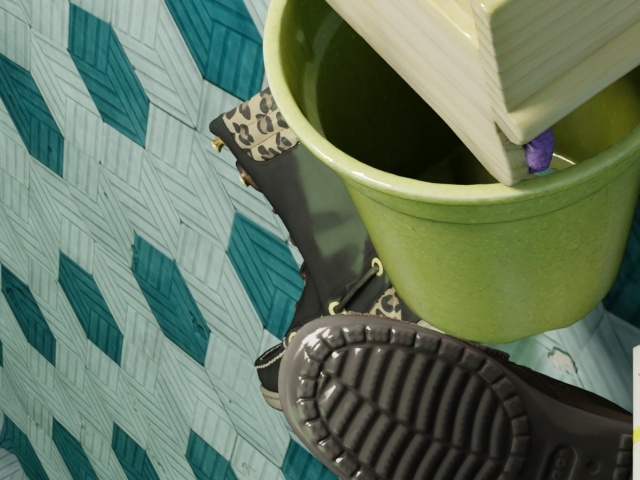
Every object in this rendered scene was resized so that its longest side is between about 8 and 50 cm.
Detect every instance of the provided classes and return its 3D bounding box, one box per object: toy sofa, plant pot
[{"bbox_3d":[0.062,-0.215,1.016,0.362,0.150,0.177,48,169,33],"label":"toy sofa"},{"bbox_3d":[0.116,-0.068,1.174,0.276,0.276,0.254,46,163,31],"label":"plant pot"}]

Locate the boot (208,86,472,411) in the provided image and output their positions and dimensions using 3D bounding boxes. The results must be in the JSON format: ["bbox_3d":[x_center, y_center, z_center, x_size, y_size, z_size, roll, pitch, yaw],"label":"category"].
[{"bbox_3d":[0.000,0.000,1.587,0.284,0.138,0.377,61,153,-1],"label":"boot"}]

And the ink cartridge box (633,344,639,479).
[{"bbox_3d":[0.263,0.119,1.156,0.115,0.067,0.198,140,137,-63],"label":"ink cartridge box"}]

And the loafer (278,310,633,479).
[{"bbox_3d":[0.124,0.151,1.327,0.366,0.133,0.130,24,-176,-20],"label":"loafer"}]
